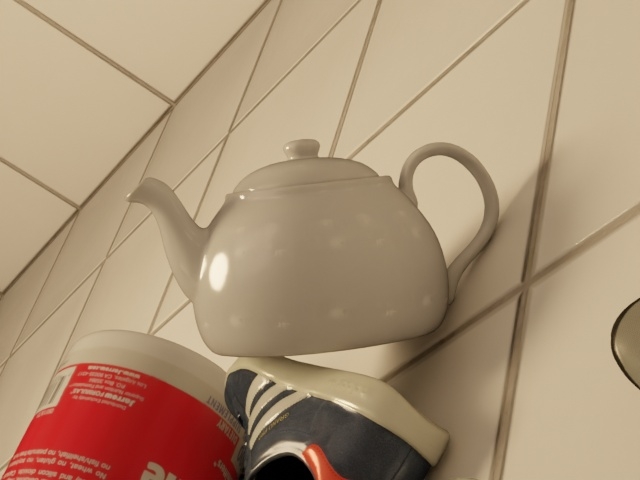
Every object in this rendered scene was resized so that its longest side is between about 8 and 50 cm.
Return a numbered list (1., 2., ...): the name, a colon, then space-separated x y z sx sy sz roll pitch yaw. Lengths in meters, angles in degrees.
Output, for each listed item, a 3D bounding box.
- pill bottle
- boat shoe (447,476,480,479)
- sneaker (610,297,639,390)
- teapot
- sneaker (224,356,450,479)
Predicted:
1. pill bottle: -0.234 0.314 1.387 0.229 0.229 0.408 -33 28 52
2. boat shoe: 0.075 0.231 0.977 0.078 0.070 0.219 -50 6 -35
3. sneaker: 0.241 0.055 0.776 0.100 0.108 0.271 -61 16 -7
4. teapot: 0.000 0.000 1.244 0.252 0.256 0.187 -4 92 35
5. sneaker: -0.028 0.192 1.215 0.148 0.131 0.350 -57 17 -15
